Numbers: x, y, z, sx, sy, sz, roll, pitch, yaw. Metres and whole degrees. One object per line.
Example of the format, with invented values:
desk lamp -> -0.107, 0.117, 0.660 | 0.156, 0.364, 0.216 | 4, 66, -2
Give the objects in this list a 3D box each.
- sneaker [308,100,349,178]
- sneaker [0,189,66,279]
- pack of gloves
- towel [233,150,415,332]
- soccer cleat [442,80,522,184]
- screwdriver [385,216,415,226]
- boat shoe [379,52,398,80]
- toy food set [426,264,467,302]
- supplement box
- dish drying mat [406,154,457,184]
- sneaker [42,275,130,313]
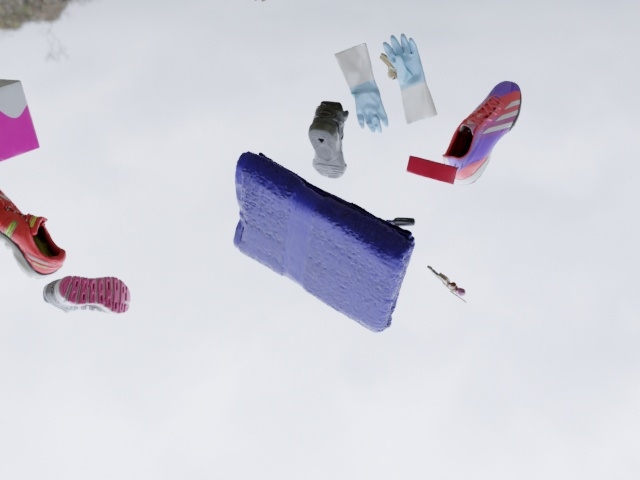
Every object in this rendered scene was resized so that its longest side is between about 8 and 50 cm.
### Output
sneaker -> 0.027, -0.242, 1.803 | 0.087, 0.227, 0.130 | 11, -116, 15
sneaker -> -0.713, -0.040, 1.834 | 0.118, 0.279, 0.107 | -31, -165, 28
pack of gloves -> 0.163, -0.378, 1.875 | 0.195, 0.232, 0.046 | -18, -156, 9
towel -> 0.000, 0.000, 1.210 | 0.308, 0.227, 0.076 | 31, -126, 17
soccer cleat -> 0.417, -0.297, 1.966 | 0.109, 0.116, 0.318 | 22, -105, 42
screwdriver -> 0.143, -0.048, 1.836 | 0.170, 0.025, 0.024 | 5, 174, 16
boat shoe -> 0.201, -0.447, 2.036 | 0.135, 0.045, 0.050 | 46, -157, 18
toy food set -> 0.299, 0.098, 1.758 | 0.019, 0.122, 0.078 | -49, -136, -3
supplement box -> -0.558, -0.189, 1.197 | 0.220, 0.111, 0.114 | 10, -150, 35
dish drying mat -> 0.186, -0.119, 1.282 | 0.083, 0.032, 0.008 | 16, -156, 12
sneaker -> -0.390, 0.091, 1.272 | 0.075, 0.063, 0.170 | -7, 168, 28
